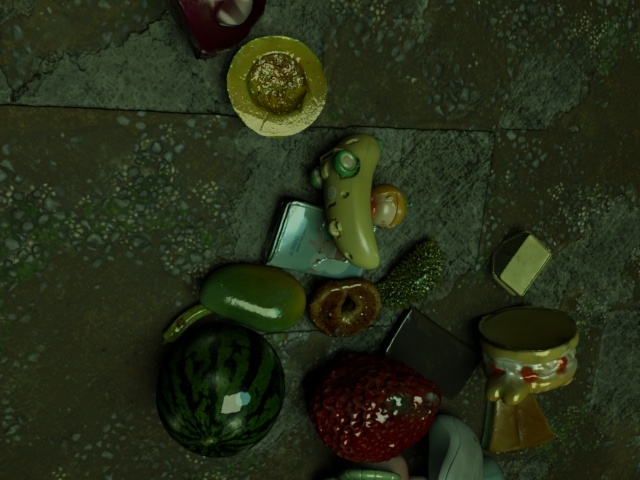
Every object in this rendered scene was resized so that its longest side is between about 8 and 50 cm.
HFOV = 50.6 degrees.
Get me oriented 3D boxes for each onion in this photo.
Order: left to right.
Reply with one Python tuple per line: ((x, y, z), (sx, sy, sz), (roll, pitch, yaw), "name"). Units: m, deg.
((-0.197, -0.490, 1.322), (0.207, 0.206, 0.216), (-36, 116, -11), "onion")

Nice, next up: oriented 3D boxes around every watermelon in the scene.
((-0.219, 0.336, 1.507), (0.285, 0.285, 0.284), (-6, 107, -22), "watermelon")

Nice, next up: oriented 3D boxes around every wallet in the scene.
((0.000, 0.000, 1.621), (0.251, 0.075, 0.176), (14, 103, -27), "wallet")
((0.305, 0.314, 1.854), (0.310, 0.042, 0.165), (35, 87, -28), "wallet")

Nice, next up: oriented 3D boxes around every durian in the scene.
((0.241, 0.103, 1.734), (0.221, 0.095, 0.137), (-38, 101, 2), "durian")

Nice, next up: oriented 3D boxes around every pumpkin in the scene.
((-0.099, -0.335, 1.474), (0.218, 0.110, 0.217), (-2, 99, -12), "pumpkin")

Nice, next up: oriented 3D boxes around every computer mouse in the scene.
((0.377, 0.606, 1.833), (0.121, 0.296, 0.184), (-26, 117, 23), "computer mouse")

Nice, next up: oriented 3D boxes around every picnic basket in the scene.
((0.542, 0.059, 1.865), (0.115, 0.079, 0.164), (40, 86, -26), "picnic basket")

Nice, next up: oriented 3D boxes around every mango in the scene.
((-0.154, 0.129, 1.555), (0.251, 0.114, 0.156), (13, 67, -14), "mango")

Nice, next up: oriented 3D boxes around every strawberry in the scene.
((0.136, 0.422, 1.667), (0.292, 0.310, 0.291), (-8, 108, -27), "strawberry")

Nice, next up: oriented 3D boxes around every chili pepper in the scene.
((-0.282, 0.172, 1.562), (0.208, 0.043, 0.048), (-32, 102, -13), "chili pepper")

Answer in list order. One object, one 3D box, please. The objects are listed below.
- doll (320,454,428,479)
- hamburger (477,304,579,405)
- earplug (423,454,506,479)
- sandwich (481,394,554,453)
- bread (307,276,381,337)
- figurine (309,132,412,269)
((0.140, 0.658, 1.758), (0.269, 0.284, 0.216), (14, 55, -17), "doll")
((0.554, 0.317, 1.828), (0.303, 0.261, 0.186), (-31, 121, -55), "hamburger")
((0.356, 0.743, 1.930), (0.324, 0.185, 0.184), (-9, 108, -15), "earplug")
((0.608, 0.524, 2.032), (0.245, 0.063, 0.211), (-2, 104, -24), "sandwich")
((0.060, 0.164, 1.673), (0.194, 0.064, 0.193), (-8, 126, -12), "bread")
((0.102, -0.092, 1.561), (0.222, 0.124, 0.324), (2, 74, -35), "figurine")
